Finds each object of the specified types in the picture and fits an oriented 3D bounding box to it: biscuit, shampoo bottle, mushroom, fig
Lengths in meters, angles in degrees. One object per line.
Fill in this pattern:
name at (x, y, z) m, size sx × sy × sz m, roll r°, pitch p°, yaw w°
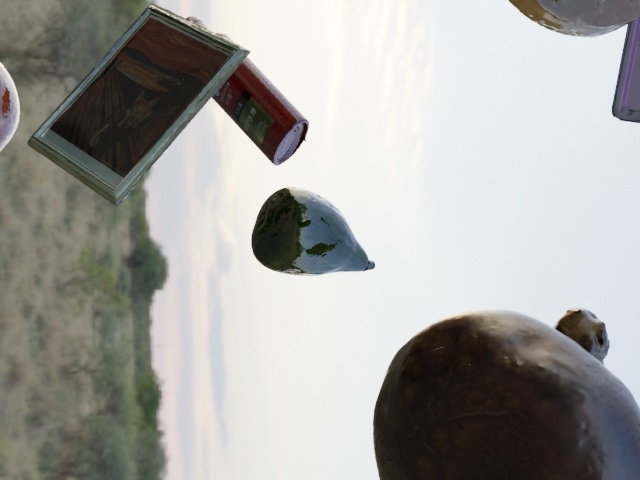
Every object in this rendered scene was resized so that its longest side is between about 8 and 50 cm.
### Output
biscuit at (0.191, -0.246, 0.782) m, size 0.029 × 0.220 × 0.142 m, roll -7°, pitch -124°, yaw 60°
shampoo bottle at (-0.149, -0.278, 1.723) m, size 0.314 × 0.076 × 0.118 m, roll 48°, pitch -35°, yaw 15°
mushroom at (0.211, 0.244, 1.104) m, size 0.345 × 0.239 × 0.345 m, roll -25°, pitch -123°, yaw 44°
fig at (0.000, 0.000, 1.263) m, size 0.117 × 0.177 × 0.117 m, roll -158°, pitch -90°, yaw -79°

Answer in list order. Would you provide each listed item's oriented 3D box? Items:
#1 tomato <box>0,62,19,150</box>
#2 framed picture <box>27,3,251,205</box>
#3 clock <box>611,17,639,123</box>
tomato at (-0.558, -0.200, 1.442) m, size 0.184 × 0.208 × 0.208 m, roll 45°, pitch 36°, yaw -67°
framed picture at (-0.250, -0.194, 1.285) m, size 0.216 × 0.273 × 0.016 m, roll 30°, pitch -14°, yaw 34°
clock at (0.419, -0.224, 1.077) m, size 0.073 × 0.144 × 0.193 m, roll -29°, pitch 129°, yaw -66°
